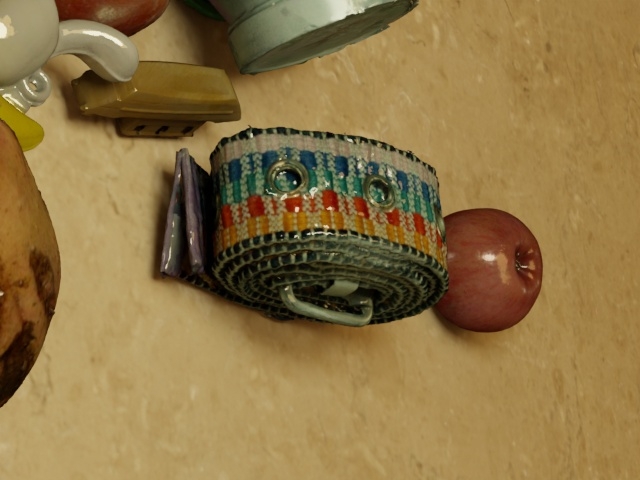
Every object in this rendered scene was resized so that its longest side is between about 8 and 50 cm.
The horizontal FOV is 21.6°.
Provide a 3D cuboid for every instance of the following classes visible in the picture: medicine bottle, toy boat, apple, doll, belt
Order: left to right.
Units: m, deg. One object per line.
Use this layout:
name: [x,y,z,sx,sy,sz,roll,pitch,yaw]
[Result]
doll: [-0.308,-0.185,1.484,0.237,0.111,0.252,50,47,-7]
toy boat: [-0.163,-0.140,1.665,0.200,0.077,0.057,-1,64,-48]
medicine bottle: [-0.041,-0.338,1.717,0.245,0.245,0.290,-17,84,-52]
belt: [0.000,0.000,1.700,0.295,0.207,0.160,20,59,-43]
apple: [0.197,0.034,1.992,0.153,0.120,0.153,23,59,-45]

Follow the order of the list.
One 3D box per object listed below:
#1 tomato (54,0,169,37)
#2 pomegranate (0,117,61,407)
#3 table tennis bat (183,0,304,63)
tomato: [-0.209,-0.307,1.623,0.181,0.155,0.214,-10,85,-48]
pomegranate: [-0.344,0.011,1.214,0.322,0.322,0.322,23,58,-44]
table tennis bat: [-0.095,-0.290,1.844,0.257,0.039,0.160,44,48,-26]
